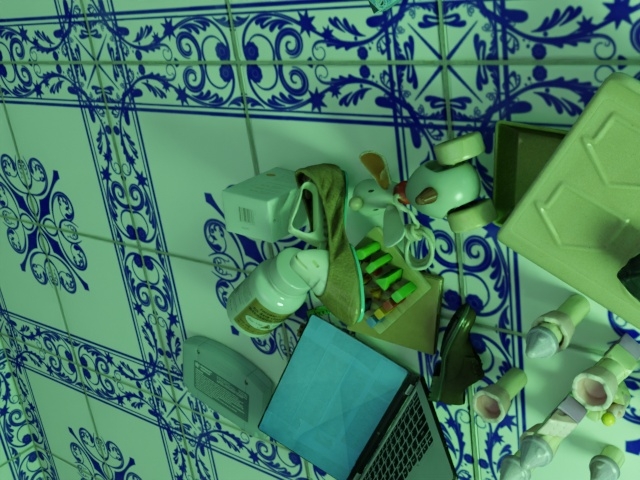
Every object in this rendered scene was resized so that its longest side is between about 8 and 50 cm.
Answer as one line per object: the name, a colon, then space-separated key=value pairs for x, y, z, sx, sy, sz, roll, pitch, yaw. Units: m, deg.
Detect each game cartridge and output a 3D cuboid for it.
game cartridge: x=-0.244 y=0.372 z=2.126 sx=0.294 sy=0.060 sz=0.196 roll=26 pitch=131 yaw=30

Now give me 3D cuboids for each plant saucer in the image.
plant saucer: x=0.373 y=-0.097 z=1.316 sx=0.188 sy=0.045 sz=0.188 roll=17 pitch=122 yaw=35

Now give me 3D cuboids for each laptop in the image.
laptop: x=0.054 y=0.442 z=1.712 sx=0.408 sy=0.236 sz=0.382 roll=-105 pitch=32 yaw=-52

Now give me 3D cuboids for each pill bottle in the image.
pill bottle: x=-0.105 y=0.113 z=1.803 sx=0.131 sy=0.131 sz=0.229 roll=53 pitch=136 yaw=7

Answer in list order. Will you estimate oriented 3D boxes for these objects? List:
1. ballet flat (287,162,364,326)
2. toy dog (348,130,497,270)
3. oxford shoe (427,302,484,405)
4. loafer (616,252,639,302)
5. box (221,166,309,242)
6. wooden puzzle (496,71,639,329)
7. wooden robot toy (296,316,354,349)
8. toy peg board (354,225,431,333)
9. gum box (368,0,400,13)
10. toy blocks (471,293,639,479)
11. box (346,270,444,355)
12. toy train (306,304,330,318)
ballet flat: x=0.000 y=0.000 z=1.537 sx=0.116 sy=0.124 sz=0.342 roll=132 pitch=138 yaw=-55
toy dog: x=0.152 y=-0.072 z=1.417 sx=0.334 sy=0.161 sz=0.220 roll=-41 pitch=72 yaw=52
oxford shoe: x=0.275 y=0.221 z=1.566 sx=0.096 sy=0.083 sz=0.227 roll=14 pitch=121 yaw=11
loafer: x=0.523 y=0.101 z=1.161 sx=0.223 sy=0.076 sz=0.078 roll=40 pitch=147 yaw=-2
box: x=-0.094 y=-0.076 z=1.664 sx=0.130 sy=0.170 sz=0.091 roll=14 pitch=119 yaw=37
wooden puzzle: x=0.477 y=-0.041 z=1.189 sx=0.322 sy=0.080 sz=0.347 roll=33 pitch=132 yaw=7
wooden robot toy: x=-0.007 y=0.231 z=1.814 sx=0.173 sy=0.079 sz=0.076 roll=12 pitch=119 yaw=39
toy peg board: x=0.098 y=0.087 z=1.586 sx=0.161 sy=0.079 sz=0.160 roll=50 pitch=125 yaw=11
gum box: x=0.129 y=-0.486 z=1.337 sx=0.184 sy=0.041 sz=0.157 roll=-21 pitch=97 yaw=45
toy blocks: x=0.413 y=0.304 z=1.337 sx=0.309 sy=0.260 sz=0.288 roll=42 pitch=133 yaw=18
box: x=0.145 y=0.129 z=1.631 sx=0.201 sy=0.021 sz=0.164 roll=14 pitch=113 yaw=29
toy train: x=-0.001 y=0.157 z=1.815 sx=0.083 sy=0.017 sz=0.023 roll=-22 pitch=85 yaw=46
